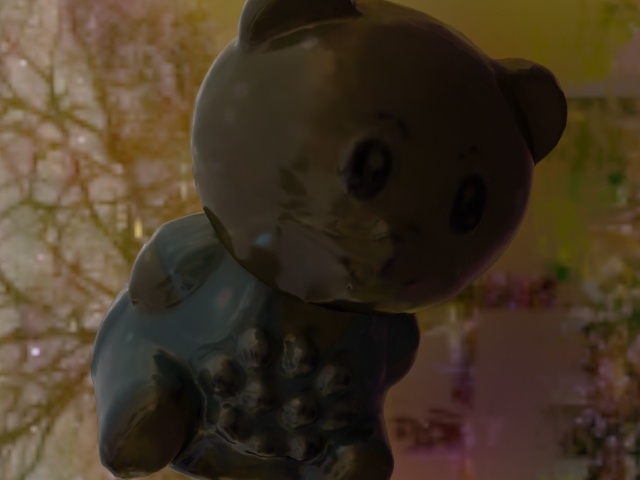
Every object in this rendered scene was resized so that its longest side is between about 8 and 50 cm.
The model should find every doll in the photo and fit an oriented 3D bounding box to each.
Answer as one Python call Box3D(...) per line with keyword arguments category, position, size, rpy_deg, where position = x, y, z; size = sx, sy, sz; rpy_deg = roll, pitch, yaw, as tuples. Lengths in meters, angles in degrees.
Box3D(category="doll", position=(0.000, 0.000, 0.753), size=(0.261, 0.177, 0.161), rpy_deg=(-62, 21, 26))
